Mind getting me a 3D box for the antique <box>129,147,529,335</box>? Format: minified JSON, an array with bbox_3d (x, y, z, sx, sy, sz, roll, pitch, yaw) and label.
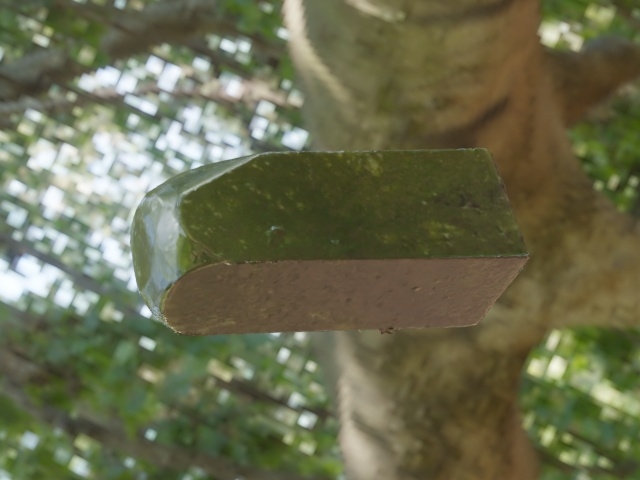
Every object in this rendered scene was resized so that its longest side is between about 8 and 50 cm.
[{"bbox_3d":[0.000,0.000,1.098,0.221,0.080,0.081,0,-35,-27],"label":"antique"}]
